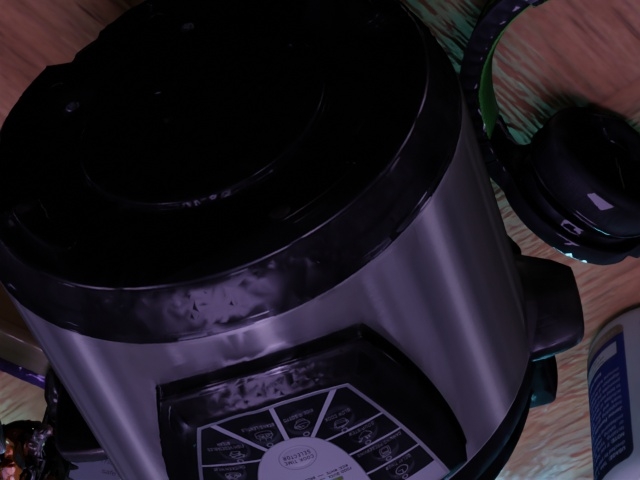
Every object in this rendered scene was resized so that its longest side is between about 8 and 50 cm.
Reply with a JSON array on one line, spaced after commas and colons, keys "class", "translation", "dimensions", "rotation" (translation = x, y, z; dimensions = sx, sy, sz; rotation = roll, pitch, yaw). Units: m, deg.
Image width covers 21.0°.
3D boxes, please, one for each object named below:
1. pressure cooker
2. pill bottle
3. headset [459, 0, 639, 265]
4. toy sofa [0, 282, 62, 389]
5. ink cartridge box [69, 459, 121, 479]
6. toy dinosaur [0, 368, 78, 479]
[{"class": "pressure cooker", "translation": [-0.020, 0.048, 1.340], "dimensions": [0.370, 0.375, 0.420], "rotation": [23, 148, 37]}, {"class": "pill bottle", "translation": [0.322, 0.197, 1.568], "dimensions": [0.153, 0.265, 0.153], "rotation": [3, 133, 3]}, {"class": "headset", "translation": [0.281, -0.075, 1.436], "dimensions": [0.243, 0.185, 0.394], "rotation": [-21, 112, 29]}, {"class": "toy sofa", "translation": [-0.275, 0.081, 1.598], "dimensions": [0.362, 0.150, 0.177], "rotation": [26, 129, -18]}, {"class": "ink cartridge box", "translation": [-0.172, 0.311, 1.696], "dimensions": [0.226, 0.306, 0.131], "rotation": [16, 133, -9]}, {"class": "toy dinosaur", "translation": [-0.296, 0.217, 1.477], "dimensions": [0.164, 0.218, 0.322], "rotation": [20, 135, -14]}]
